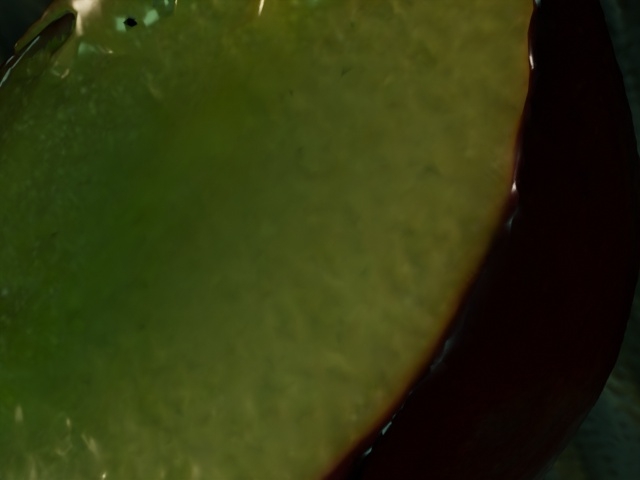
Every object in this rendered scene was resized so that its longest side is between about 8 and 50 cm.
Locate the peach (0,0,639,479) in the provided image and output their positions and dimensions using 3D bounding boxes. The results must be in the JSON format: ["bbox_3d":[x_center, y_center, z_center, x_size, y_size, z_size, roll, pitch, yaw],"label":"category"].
[{"bbox_3d":[0.000,0.000,0.571,0.258,0.201,0.361,44,106,31],"label":"peach"}]
